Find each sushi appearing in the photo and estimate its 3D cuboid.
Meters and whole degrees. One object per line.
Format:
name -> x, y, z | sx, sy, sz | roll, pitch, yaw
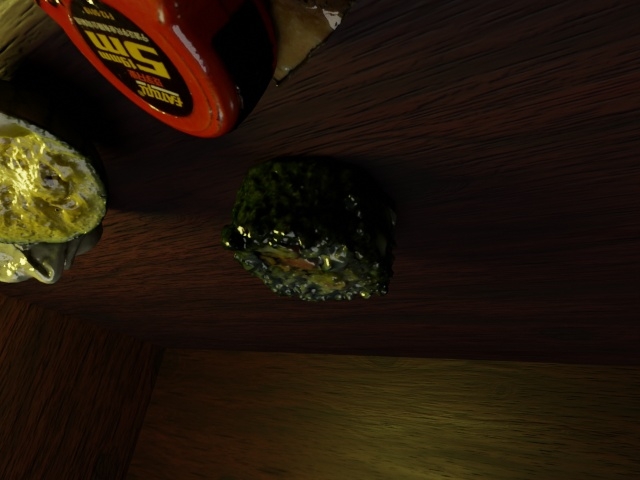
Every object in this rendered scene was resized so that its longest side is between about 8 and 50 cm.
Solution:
sushi -> 0.000, 0.000, 0.873 | 0.294, 0.178, 0.352 | -2, 154, 21

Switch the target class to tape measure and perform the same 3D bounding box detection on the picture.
tape measure -> -0.169, -0.228, 0.454 | 0.253, 0.114, 0.260 | 25, 161, 24

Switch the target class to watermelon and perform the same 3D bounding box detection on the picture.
watermelon -> -0.521, -0.148, 0.743 | 0.331, 0.189, 0.331 | -7, 152, -4

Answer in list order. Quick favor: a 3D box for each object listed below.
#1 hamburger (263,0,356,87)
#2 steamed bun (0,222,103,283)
hamburger -> -0.032, -0.252, 0.472 | 0.102, 0.087, 0.176 | 41, 157, -18
steamed bun -> -0.633, -0.061, 0.944 | 0.280, 0.268, 0.207 | 4, 126, -2
